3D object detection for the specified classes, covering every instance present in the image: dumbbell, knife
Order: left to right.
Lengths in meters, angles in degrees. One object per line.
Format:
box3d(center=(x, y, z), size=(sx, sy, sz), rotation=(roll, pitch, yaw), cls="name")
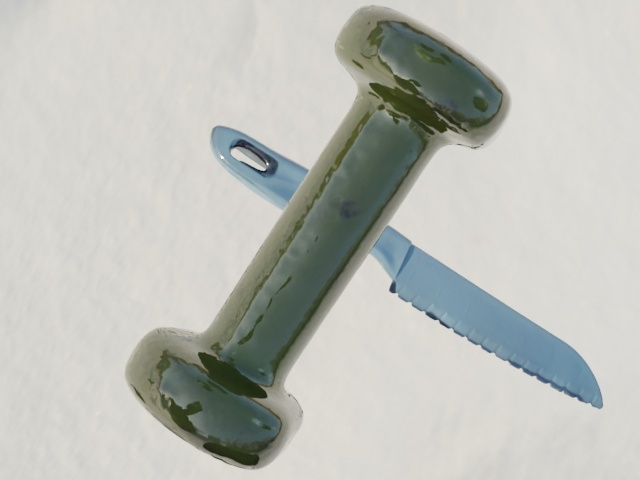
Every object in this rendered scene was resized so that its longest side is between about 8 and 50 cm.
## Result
box3d(center=(0.000, 0.000, 0.336), size=(0.046, 0.052, 0.118), rotation=(34, 95, 11), cls="dumbbell")
box3d(center=(0.059, 0.020, 0.862), size=(0.313, 0.019, 0.044), rotation=(32, 58, -9), cls="knife")
